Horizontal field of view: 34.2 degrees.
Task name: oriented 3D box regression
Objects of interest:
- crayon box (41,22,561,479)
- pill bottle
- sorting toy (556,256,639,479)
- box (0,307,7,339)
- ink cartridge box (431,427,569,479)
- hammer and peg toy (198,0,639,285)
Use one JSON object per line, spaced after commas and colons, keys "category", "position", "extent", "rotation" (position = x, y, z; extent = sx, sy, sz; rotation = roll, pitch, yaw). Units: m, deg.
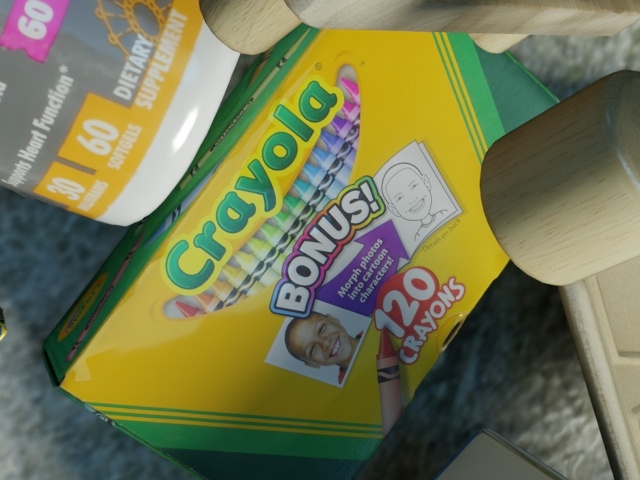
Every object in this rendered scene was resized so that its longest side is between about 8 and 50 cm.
{"category": "crayon box", "position": [0.000, 0.000, 0.571], "extent": [0.165, 0.081, 0.278], "rotation": [38, 85, -21]}
{"category": "pill bottle", "position": [-0.180, -0.122, 0.443], "extent": [0.278, 0.162, 0.162], "rotation": [20, 91, -22]}
{"category": "sorting toy", "position": [0.229, 0.103, 0.651], "extent": [0.229, 0.041, 0.307], "rotation": [-34, 111, -43]}
{"category": "box", "position": [-0.233, 0.085, 0.510], "extent": [0.054, 0.059, 0.169], "rotation": [44, 82, -18]}
{"category": "ink cartridge box", "position": [0.128, 0.290, 0.542], "extent": [0.223, 0.129, 0.307], "rotation": [-46, 110, -9]}
{"category": "hammer and peg toy", "position": [0.053, -0.154, 0.444], "extent": [0.266, 0.127, 0.361], "rotation": [-13, 77, -49]}
